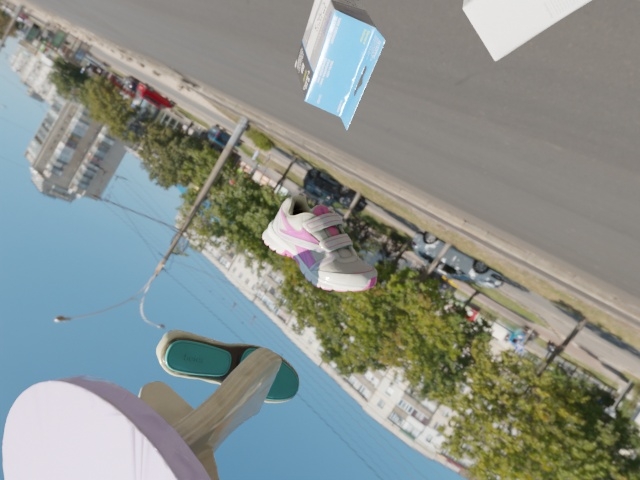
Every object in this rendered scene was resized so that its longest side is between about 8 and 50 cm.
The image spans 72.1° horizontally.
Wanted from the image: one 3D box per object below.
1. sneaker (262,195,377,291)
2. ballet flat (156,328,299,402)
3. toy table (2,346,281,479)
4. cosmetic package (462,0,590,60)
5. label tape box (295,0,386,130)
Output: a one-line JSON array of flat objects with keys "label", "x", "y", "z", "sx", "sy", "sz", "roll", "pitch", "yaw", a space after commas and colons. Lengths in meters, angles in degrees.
[{"label": "sneaker", "x": 0.000, "y": 0.000, "z": 0.790, "sx": 0.252, "sy": 0.111, "sz": 0.103, "roll": 32, "pitch": -152, "yaw": 28}, {"label": "ballet flat", "x": -0.151, "y": 0.205, "z": 0.729, "sx": 0.248, "sy": 0.086, "sz": 0.086, "roll": 28, "pitch": -176, "yaw": -26}, {"label": "toy table", "x": -0.137, "y": 0.220, "z": 0.408, "sx": 0.274, "sy": 0.252, "sz": 0.161, "roll": 40, "pitch": -167, "yaw": 25}, {"label": "cosmetic package", "x": 0.421, "y": -0.520, "z": 0.884, "sx": 0.138, "sy": 0.224, "sz": 0.224, "roll": 43, "pitch": -138, "yaw": -21}, {"label": "label tape box", "x": 0.033, "y": -0.483, "z": 1.138, "sx": 0.105, "sy": 0.241, "sz": 0.334, "roll": 8, "pitch": -138, "yaw": -20}]
